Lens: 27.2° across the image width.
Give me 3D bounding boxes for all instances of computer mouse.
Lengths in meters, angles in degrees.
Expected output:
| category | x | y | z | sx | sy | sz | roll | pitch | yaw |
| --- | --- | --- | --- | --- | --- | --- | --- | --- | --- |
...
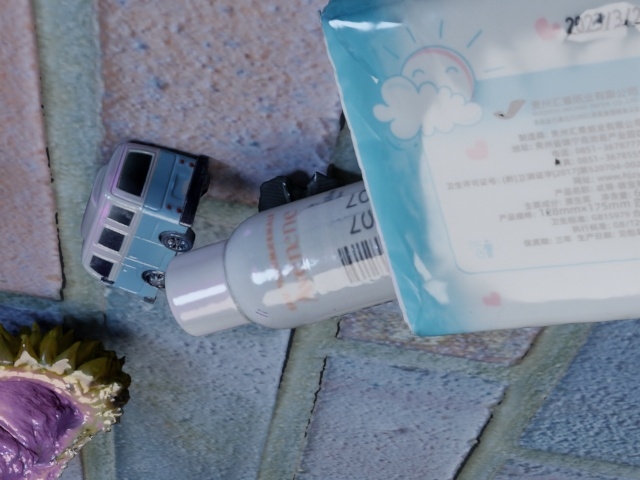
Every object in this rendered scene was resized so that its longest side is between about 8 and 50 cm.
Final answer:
| category | x | y | z | sx | sy | sz | roll | pitch | yaw |
| --- | --- | --- | --- | --- | --- | --- | --- | --- | --- |
| computer mouse | 0.000 | 0.000 | 0.915 | 0.079 | 0.047 | 0.135 | -2 | 146 | 15 |

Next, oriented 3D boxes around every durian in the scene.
| category | x | y | z | sx | sy | sz | roll | pitch | yaw |
| --- | --- | --- | --- | --- | --- | --- | --- | --- | --- |
| durian | -0.304 | 0.146 | 1.187 | 0.191 | 0.112 | 0.341 | 30 | 136 | -17 |

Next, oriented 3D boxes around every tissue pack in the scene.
| category | x | y | z | sx | sy | sz | roll | pitch | yaw |
| --- | --- | --- | --- | --- | --- | --- | --- | --- | --- |
| tissue pack | 0.155 | -0.066 | 0.643 | 0.271 | 0.124 | 0.201 | -6 | 122 | 24 |

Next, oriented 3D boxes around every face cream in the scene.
| category | x | y | z | sx | sy | sz | roll | pitch | yaw |
| --- | --- | --- | --- | --- | --- | --- | --- | --- | --- |
| face cream | 0.029 | 0.003 | 0.830 | 0.269 | 0.082 | 0.082 | -17 | 143 | 17 |

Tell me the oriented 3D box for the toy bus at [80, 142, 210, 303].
| category | x | y | z | sx | sy | sz | roll | pitch | yaw |
| --- | --- | --- | --- | --- | --- | --- | --- | --- | --- |
| toy bus | -0.126 | -0.012 | 0.912 | 0.075 | 0.060 | 0.123 | 18 | 147 | -10 |
